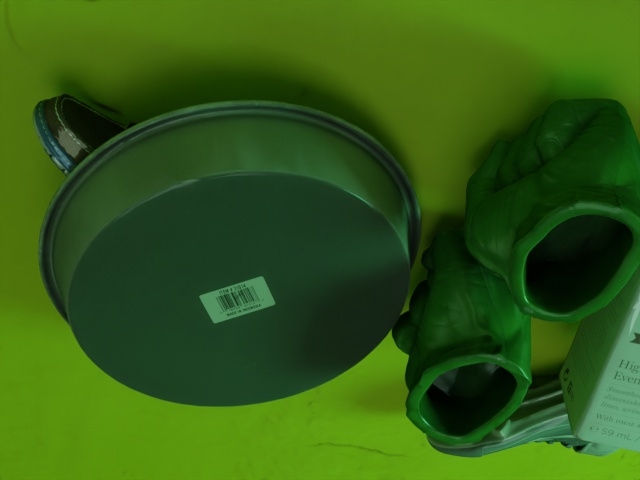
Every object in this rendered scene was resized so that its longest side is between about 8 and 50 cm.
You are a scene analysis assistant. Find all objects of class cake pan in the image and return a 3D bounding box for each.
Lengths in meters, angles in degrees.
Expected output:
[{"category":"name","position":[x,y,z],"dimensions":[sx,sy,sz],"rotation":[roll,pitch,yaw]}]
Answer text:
[{"category":"cake pan","position":[-0.062,0.028,0.726],"dimensions":[0.293,0.054,0.293],"rotation":[-6,134,-7]}]

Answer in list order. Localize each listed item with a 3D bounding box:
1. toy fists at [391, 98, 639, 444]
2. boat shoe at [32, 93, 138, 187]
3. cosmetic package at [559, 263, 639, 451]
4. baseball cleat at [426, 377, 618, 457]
[{"category":"toy fists","position":[0.135,0.018,0.705],"dimensions":[0.096,0.142,0.279],"rotation":[22,129,-6]},{"category":"boat shoe","position":[-0.125,-0.057,0.714],"dimensions":[0.066,0.066,0.183],"rotation":[-34,131,24]},{"category":"cosmetic package","position":[0.275,0.049,0.729],"dimensions":[0.117,0.085,0.231],"rotation":[10,121,-2]},{"category":"baseball cleat","position":[0.204,0.171,0.879],"dimensions":[0.205,0.072,0.109],"rotation":[-20,127,21]}]
